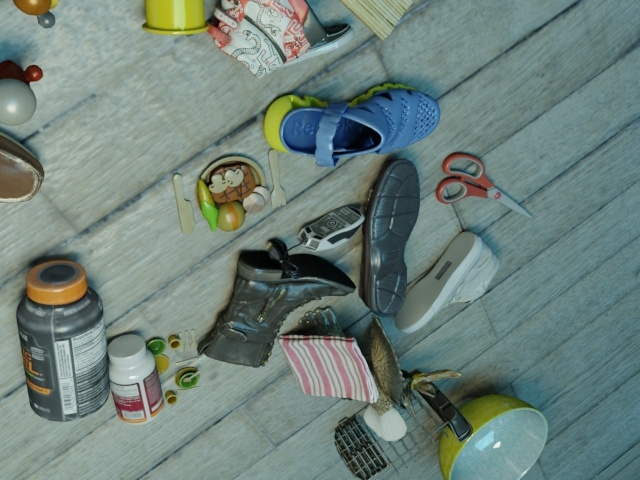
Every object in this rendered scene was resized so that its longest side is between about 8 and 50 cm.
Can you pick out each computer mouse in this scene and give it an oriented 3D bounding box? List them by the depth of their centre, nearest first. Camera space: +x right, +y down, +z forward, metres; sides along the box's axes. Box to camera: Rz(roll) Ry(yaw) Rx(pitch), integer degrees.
[{"bbox_3d":[0.000,0.000,1.303,0.193,0.106,0.042,-27,129,-21],"label":"computer mouse"}]

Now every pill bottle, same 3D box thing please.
[{"bbox_3d":[-0.408,0.156,1.144,0.130,0.130,0.246,-9,121,-24],"label":"pill bottle"},{"bbox_3d":[-0.328,0.244,1.268,0.086,0.086,0.152,-16,124,-20],"label":"pill bottle"}]

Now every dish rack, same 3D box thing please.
[{"bbox_3d":[0.168,0.414,1.574,0.271,0.208,0.074,-33,119,-6],"label":"dish rack"}]

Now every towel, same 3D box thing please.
[{"bbox_3d":[0.010,0.247,1.388,0.029,0.197,0.144,-45,120,-43],"label":"towel"}]

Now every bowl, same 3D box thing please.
[{"bbox_3d":[0.392,0.477,1.759,0.289,0.156,0.289,-14,123,-22],"label":"bowl"}]

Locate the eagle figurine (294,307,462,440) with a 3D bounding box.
[{"bbox_3d":[0.105,0.255,1.458,0.226,0.225,0.298,-44,141,14],"label":"eagle figurine"}]

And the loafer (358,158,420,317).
[{"bbox_3d":[0.113,-0.009,1.361,0.109,0.095,0.303,-3,105,-31],"label":"loafer"}]

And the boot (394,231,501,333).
[{"bbox_3d":[0.277,0.112,1.516,0.123,0.095,0.258,38,95,-32],"label":"boot"}]

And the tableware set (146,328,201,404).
[{"bbox_3d":[-0.274,0.239,1.335,0.104,0.024,0.154,-11,123,-23],"label":"tableware set"}]

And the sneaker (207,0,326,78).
[{"bbox_3d":[-0.120,-0.360,1.023,0.145,0.090,0.270,-34,120,9],"label":"sneaker"}]

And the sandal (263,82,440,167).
[{"bbox_3d":[0.072,-0.184,1.206,0.317,0.138,0.126,-14,122,-23],"label":"sandal"}]

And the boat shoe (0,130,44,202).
[{"bbox_3d":[-0.524,-0.107,0.932,0.324,0.116,0.123,15,110,-34],"label":"boat shoe"}]

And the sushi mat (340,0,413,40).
[{"bbox_3d":[0.048,-0.457,1.105,0.316,0.019,0.151,31,99,-38],"label":"sushi mat"}]

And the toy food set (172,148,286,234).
[{"bbox_3d":[-0.146,-0.077,1.209,0.192,0.038,0.132,-19,125,-19],"label":"toy food set"}]

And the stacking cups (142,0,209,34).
[{"bbox_3d":[-0.198,-0.439,0.944,0.096,0.096,0.316,-10,117,-24],"label":"stacking cups"}]

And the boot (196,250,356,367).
[{"bbox_3d":[-0.082,0.140,1.351,0.263,0.091,0.229,10,115,-24],"label":"boot"}]

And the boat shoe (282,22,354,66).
[{"bbox_3d":[-0.012,-0.317,1.136,0.142,0.049,0.040,-25,126,-11],"label":"boat shoe"}]

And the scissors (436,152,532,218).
[{"bbox_3d":[0.357,-0.108,1.479,0.297,0.021,0.109,9,111,-31],"label":"scissors"}]

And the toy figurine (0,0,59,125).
[{"bbox_3d":[-0.435,-0.258,0.871,0.213,0.148,0.210,12,111,-33],"label":"toy figurine"}]
